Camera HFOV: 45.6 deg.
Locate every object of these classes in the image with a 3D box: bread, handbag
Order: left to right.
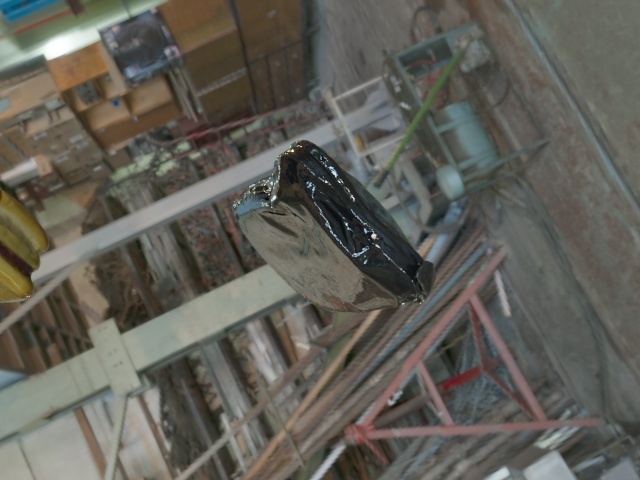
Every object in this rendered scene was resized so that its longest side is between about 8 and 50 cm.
[{"bbox_3d":[-0.335,0.003,0.724,0.200,0.077,0.116,-8,138,49],"label":"bread"},{"bbox_3d":[0.001,-0.001,0.819,0.192,0.075,0.332,49,162,-6],"label":"handbag"}]
